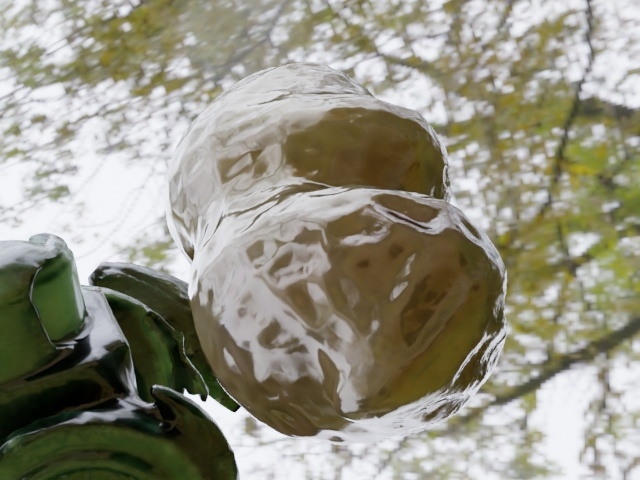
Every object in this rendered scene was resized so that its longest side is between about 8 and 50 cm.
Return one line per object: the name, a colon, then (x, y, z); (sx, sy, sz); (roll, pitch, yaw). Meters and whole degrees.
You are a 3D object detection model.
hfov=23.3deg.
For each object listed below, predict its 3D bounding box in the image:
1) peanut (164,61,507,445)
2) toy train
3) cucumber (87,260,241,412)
peanut: (0.001, 0.001, 0.526); (0.104, 0.228, 0.085); (-36, -65, 8)
toy train: (-0.137, 0.149, 0.618); (0.238, 0.167, 0.299); (-15, -69, -6)
cucumber: (-0.075, 0.041, 0.840); (0.107, 0.067, 0.035); (37, -74, -2)
